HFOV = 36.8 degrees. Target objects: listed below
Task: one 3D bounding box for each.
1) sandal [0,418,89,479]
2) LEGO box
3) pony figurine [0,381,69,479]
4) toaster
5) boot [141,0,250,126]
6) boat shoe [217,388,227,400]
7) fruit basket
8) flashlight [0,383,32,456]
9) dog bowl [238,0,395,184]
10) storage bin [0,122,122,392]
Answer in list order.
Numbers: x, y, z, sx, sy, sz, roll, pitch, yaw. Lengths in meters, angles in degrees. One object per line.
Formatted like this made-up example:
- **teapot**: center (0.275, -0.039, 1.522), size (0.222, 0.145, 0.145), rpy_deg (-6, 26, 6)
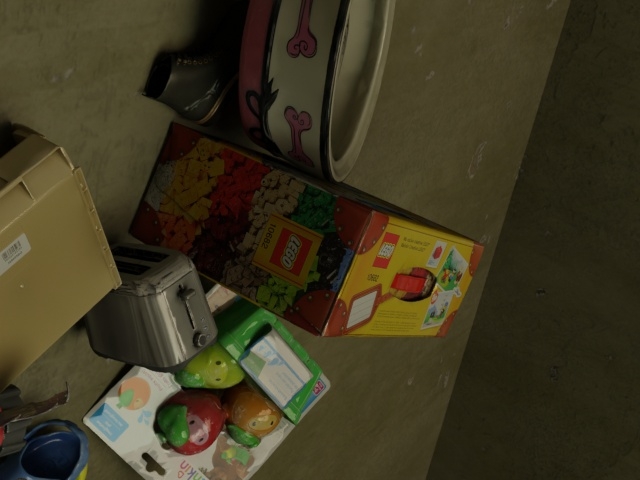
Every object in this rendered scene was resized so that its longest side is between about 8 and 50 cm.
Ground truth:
- **sandal**: center (-0.438, 0.348, 1.345), size (0.138, 0.126, 0.317), rpy_deg (-51, 175, 40)
- **LEGO box**: center (0.000, 0.000, 1.581), size (0.500, 0.372, 0.193), rpy_deg (12, 102, -63)
- **pony figurine**: center (-0.443, 0.239, 1.000), size (0.351, 0.303, 0.363), rpy_deg (-25, 118, -6)
- **toaster**: center (-0.262, 0.092, 1.397), size (0.129, 0.227, 0.146), rpy_deg (-35, 124, -45)
- **boot**: center (-0.167, -0.270, 1.387), size (0.137, 0.077, 0.198), rpy_deg (16, 98, -58)
- **boat shoe**: center (-0.136, 0.218, 1.831), size (0.096, 0.098, 0.277), rpy_deg (-96, -164, -69)
- **fruit basket**: center (-0.174, 0.281, 1.660), size (0.353, 0.165, 0.327), rpy_deg (-48, 119, -20)
- **flashlight**: center (-0.510, 0.246, 1.197), size (0.304, 0.103, 0.103), rpy_deg (-4, 89, -56)
- **dog bowl**: center (0.000, -0.298, 1.460), size (0.408, 0.150, 0.408), rpy_deg (13, 90, -79)
- **storage bin**: center (-0.401, 0.033, 1.171), size (0.262, 0.123, 0.260), rpy_deg (-46, 148, -31)
